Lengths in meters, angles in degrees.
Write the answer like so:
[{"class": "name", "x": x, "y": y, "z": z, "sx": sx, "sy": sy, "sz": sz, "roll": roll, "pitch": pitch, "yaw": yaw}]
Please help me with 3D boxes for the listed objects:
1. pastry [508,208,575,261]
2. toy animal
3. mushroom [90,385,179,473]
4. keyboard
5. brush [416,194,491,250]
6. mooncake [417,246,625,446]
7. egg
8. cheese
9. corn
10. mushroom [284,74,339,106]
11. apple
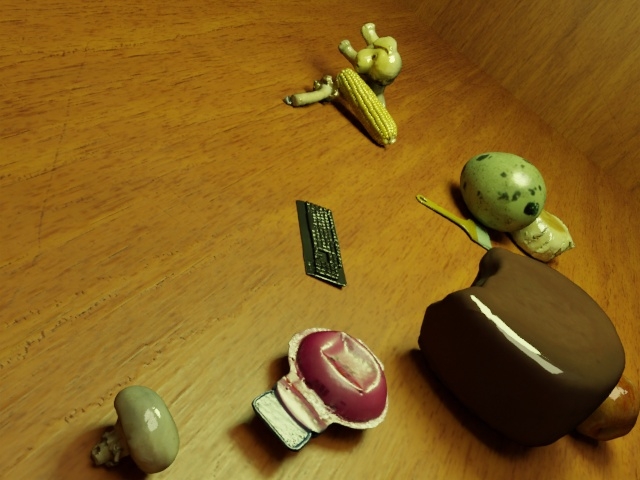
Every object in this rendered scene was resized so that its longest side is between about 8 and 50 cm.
[{"class": "pastry", "x": 0.534, "y": -0.021, "z": 1.702, "sx": 0.165, "sy": 0.088, "sz": 0.166, "roll": 28, "pitch": 32, "yaw": -19}, {"class": "toy animal", "x": 0.121, "y": -0.425, "z": 1.705, "sx": 0.169, "sy": 0.121, "sz": 0.233, "roll": 56, "pitch": -9, "yaw": 13}, {"class": "mushroom", "x": -0.176, "y": 0.182, "z": 0.651, "sx": 0.079, "sy": 0.085, "sz": 0.085, "roll": -28, "pitch": 62, "yaw": -13}, {"class": "keyboard", "x": 0.001, "y": -0.001, "z": 1.151, "sx": 0.074, "sy": 0.015, "sz": 0.196, "roll": 24, "pitch": 32, "yaw": -24}, {"class": "brush", "x": 0.297, "y": -0.049, "z": 1.555, "sx": 0.205, "sy": 0.011, "sz": 0.083, "roll": 30, "pitch": 31, "yaw": -14}, {"class": "mooncake", "x": 0.305, "y": 0.162, "z": 1.093, "sx": 0.333, "sy": 0.174, "sz": 0.326, "roll": 20, "pitch": 34, "yaw": -12}, {"class": "egg", "x": 0.417, "y": -0.119, "z": 1.625, "sx": 0.177, "sy": 0.177, "sz": 0.228, "roll": 12, "pitch": 22, "yaw": -39}, {"class": "cheese", "x": 0.007, "y": 0.180, "z": 0.854, "sx": 0.155, "sy": 0.062, "sz": 0.244, "roll": 45, "pitch": 31, "yaw": 13}, {"class": "corn", "x": 0.109, "y": -0.310, "z": 1.626, "sx": 0.206, "sy": 0.067, "sz": 0.067, "roll": 54, "pitch": 30, "yaw": 2}, {"class": "mushroom", "x": -0.016, "y": -0.332, "z": 1.558, "sx": 0.060, "sy": 0.061, "sz": 0.187, "roll": 18, "pitch": 26, "yaw": 23}, {"class": "apple", "x": 0.480, "y": 0.280, "z": 1.182, "sx": 0.126, "sy": 0.126, "sz": 0.102, "roll": 23, "pitch": 39, "yaw": -26}]
